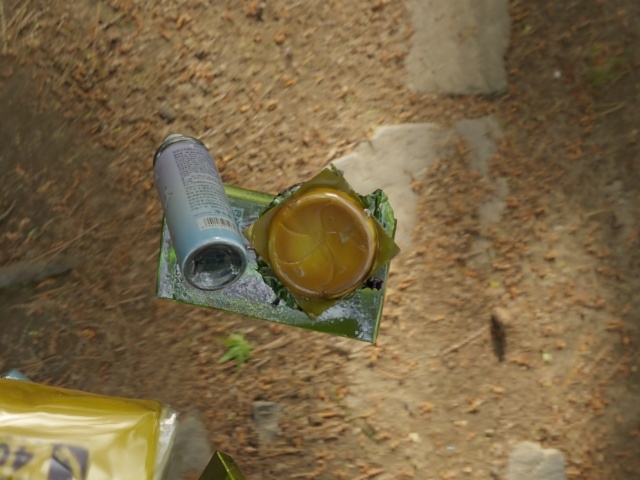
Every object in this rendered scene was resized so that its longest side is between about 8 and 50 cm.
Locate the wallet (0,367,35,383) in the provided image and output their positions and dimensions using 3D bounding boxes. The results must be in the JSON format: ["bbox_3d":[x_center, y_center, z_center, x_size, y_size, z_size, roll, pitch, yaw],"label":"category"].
[{"bbox_3d":[-0.247,0.288,1.012,0.251,0.054,0.290,39,62,-8],"label":"wallet"}]

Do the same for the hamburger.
[{"bbox_3d":[0.004,0.000,1.479,0.190,0.093,0.164,-26,94,8],"label":"hamburger"}]

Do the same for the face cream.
[{"bbox_3d":[-0.140,-0.042,1.346,0.075,0.075,0.229,4,36,-22],"label":"face cream"}]

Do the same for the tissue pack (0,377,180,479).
[{"bbox_3d":[-0.274,0.184,0.479,0.382,0.228,0.293,11,64,-11],"label":"tissue pack"}]

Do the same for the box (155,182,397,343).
[{"bbox_3d":[-0.062,0.024,1.618,0.311,0.043,0.173,11,110,9],"label":"box"}]

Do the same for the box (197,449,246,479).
[{"bbox_3d":[-0.121,0.350,1.466,0.030,0.193,0.121,29,95,-27],"label":"box"}]
